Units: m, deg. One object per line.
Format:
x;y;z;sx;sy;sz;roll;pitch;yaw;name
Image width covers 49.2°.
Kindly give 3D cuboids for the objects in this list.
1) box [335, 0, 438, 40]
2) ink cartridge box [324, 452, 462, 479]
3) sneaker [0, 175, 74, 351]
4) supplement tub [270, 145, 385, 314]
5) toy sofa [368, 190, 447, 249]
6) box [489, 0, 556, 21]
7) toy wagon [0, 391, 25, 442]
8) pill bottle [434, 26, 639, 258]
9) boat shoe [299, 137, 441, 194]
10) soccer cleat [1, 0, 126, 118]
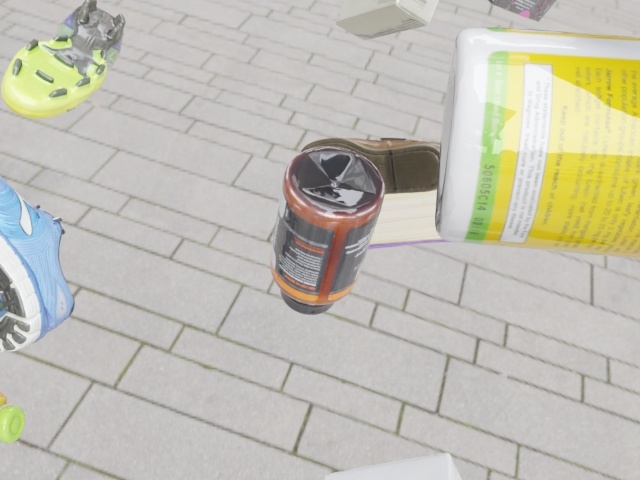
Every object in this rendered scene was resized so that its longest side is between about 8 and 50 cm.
0.147;-0.526;1.546;0.094;0.113;0.275;22;-1;-27;box
0.112;0.407;0.834;0.168;0.232;0.171;-17;27;19;ink cartridge box
-0.431;-0.017;0.914;0.330;0.130;0.147;63;18;3;sneaker
0.000;0.000;0.761;0.106;0.198;0.106;6;50;-7;supplement tub
0.221;-0.050;1.555;0.363;0.150;0.177;-6;71;26;toy sofa
0.279;-0.434;1.010;0.163;0.142;0.247;49;29;14;box
-0.596;0.265;1.066;0.267;0.068;0.344;4;-1;9;toy wagon
0.201;-0.056;0.436;0.246;0.136;0.136;6;41;7;pill bottle
0.107;-0.128;1.242;0.307;0.110;0.104;10;17;34;boat shoe
-0.322;-0.210;0.886;0.093;0.121;0.289;29;32;-17;soccer cleat
